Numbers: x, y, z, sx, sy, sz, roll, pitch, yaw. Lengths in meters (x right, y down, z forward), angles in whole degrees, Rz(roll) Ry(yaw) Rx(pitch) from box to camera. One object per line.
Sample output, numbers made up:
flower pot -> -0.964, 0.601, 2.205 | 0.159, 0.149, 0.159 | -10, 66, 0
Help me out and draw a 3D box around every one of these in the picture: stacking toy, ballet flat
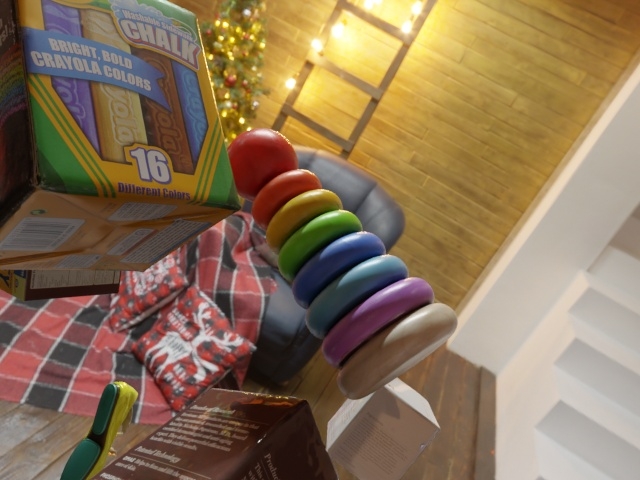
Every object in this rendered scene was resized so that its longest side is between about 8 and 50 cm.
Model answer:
stacking toy -> 0.000, 0.000, 0.559 | 0.141, 0.141, 0.330 | -4, 54, -53
ballet flat -> -0.441, 0.406, 1.017 | 0.077, 0.231, 0.077 | 8, -21, 35

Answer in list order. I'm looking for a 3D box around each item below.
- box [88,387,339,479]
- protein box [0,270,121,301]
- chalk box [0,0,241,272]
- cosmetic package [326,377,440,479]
box -> -0.105, 0.278, 0.495 | 0.167, 0.168, 0.203 | -10, 13, 40
protein box -> -0.566, 0.033, 1.058 | 0.200, 0.136, 0.201 | 13, 6, 34
chalk box -> -0.223, -0.132, 0.473 | 0.179, 0.180, 0.289 | 5, 65, -49
cosmetic package -> 0.125, 0.389, 1.046 | 0.151, 0.183, 0.151 | 38, 4, 0
